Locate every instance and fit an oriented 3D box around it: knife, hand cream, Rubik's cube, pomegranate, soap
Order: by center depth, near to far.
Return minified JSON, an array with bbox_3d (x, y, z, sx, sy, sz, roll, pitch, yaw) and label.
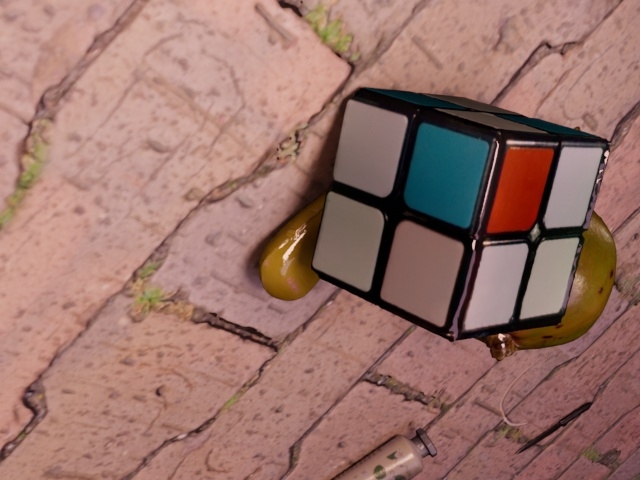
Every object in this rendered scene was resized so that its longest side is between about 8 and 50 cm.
[{"bbox_3d":[0.122,-0.028,0.991,0.183,0.167,0.180,0,108,-48],"label":"Rubik's cube"},{"bbox_3d":[-0.001,-0.001,1.060,0.140,0.045,0.089,-41,146,-3],"label":"soap"},{"bbox_3d":[0.225,0.001,1.172,0.246,0.198,0.198,-49,149,7],"label":"pomegranate"},{"bbox_3d":[0.036,0.351,1.558,0.276,0.059,0.095,-32,147,-5],"label":"hand cream"},{"bbox_3d":[0.410,0.332,1.987,0.170,0.010,0.023,-29,142,-14],"label":"knife"}]
